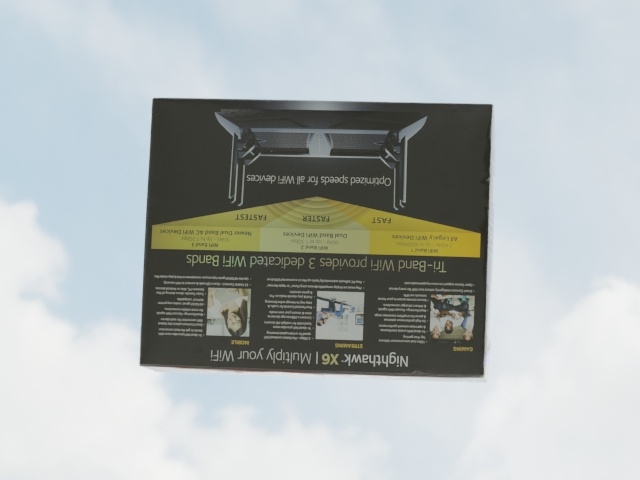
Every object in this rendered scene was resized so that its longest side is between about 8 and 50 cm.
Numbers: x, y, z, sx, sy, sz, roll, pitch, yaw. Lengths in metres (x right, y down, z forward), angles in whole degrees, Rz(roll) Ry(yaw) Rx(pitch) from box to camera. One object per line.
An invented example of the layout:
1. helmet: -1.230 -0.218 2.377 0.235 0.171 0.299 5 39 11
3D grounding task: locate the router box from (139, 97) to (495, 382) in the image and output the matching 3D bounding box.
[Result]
1. router box: 0.000 0.000 1.755 0.308 0.081 0.243 2 -98 6
